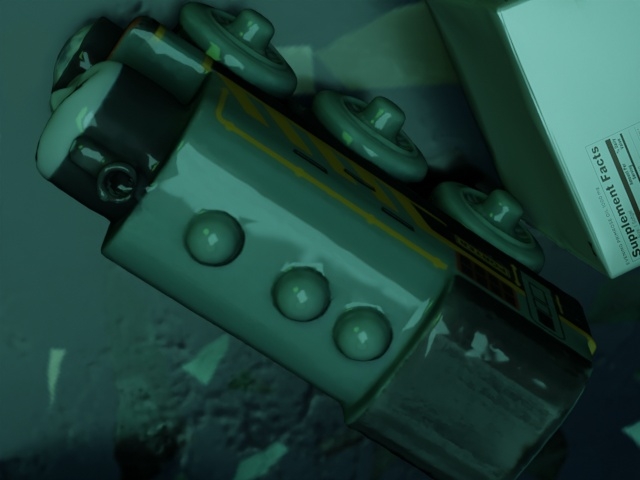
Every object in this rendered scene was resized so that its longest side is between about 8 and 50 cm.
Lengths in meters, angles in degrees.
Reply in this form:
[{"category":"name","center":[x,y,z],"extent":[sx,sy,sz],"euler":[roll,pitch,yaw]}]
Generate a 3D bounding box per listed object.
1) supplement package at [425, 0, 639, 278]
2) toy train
[{"category":"supplement package","center":[0.190,-0.104,0.852],"extent":[0.203,0.194,0.149],"euler":[-25,102,-2]},{"category":"toy train","center":[0.000,0.000,0.840],"extent":[0.334,0.190,0.142],"euler":[34,107,-12]}]
